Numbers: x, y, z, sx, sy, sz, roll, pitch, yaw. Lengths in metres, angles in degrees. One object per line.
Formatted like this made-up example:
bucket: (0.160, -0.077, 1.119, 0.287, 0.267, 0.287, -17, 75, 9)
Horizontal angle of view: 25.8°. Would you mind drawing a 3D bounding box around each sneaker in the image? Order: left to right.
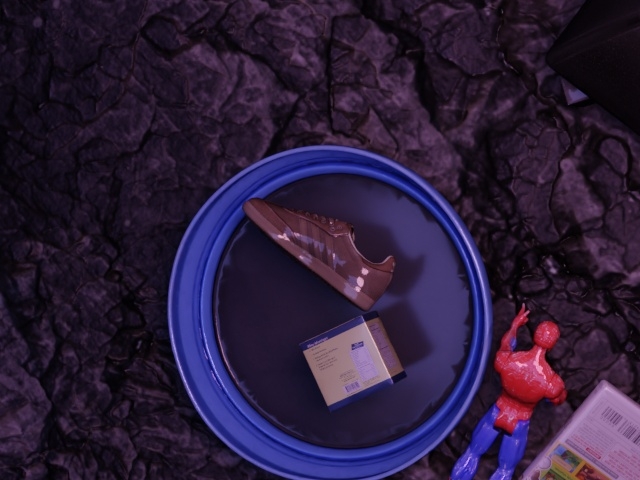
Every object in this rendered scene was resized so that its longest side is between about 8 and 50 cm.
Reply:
sneaker: (0.000, 0.000, 1.566, 0.188, 0.066, 0.071, 38, 83, 12)

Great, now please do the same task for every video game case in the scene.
video game case: (0.332, 0.294, 1.522, 0.227, 0.026, 0.206, 36, 104, -5)

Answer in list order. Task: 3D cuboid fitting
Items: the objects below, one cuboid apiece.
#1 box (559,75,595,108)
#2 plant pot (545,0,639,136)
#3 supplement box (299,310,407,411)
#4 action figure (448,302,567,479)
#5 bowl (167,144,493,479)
box: (0.296, -0.177, 1.513, 0.062, 0.083, 0.052, -17, 87, 19)
plant pot: (0.368, -0.211, 1.392, 0.187, 0.167, 0.188, 37, 82, -2)
supplement box: (0.037, 0.133, 1.553, 0.083, 0.056, 0.083, -26, 84, 18)
action figure: (0.218, 0.189, 1.567, 0.091, 0.139, 0.280, 27, 123, 13)
bowl: (0.013, 0.086, 1.630, 0.391, 0.077, 0.391, 1, 93, 19)
